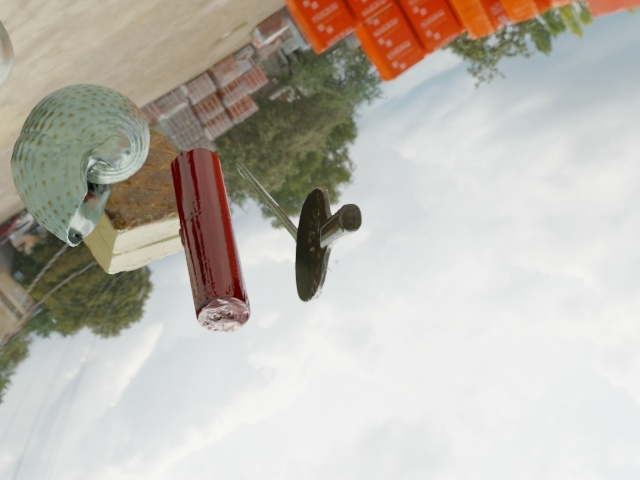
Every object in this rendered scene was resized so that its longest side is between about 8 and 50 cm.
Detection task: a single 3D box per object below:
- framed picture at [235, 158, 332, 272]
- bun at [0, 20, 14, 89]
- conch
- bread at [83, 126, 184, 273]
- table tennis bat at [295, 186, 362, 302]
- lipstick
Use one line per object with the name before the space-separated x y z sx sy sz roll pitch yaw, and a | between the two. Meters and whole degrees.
framed picture | -0.073 -0.040 1.258 0.018 0.231 0.293 -40 161 0
bun | -0.449 -0.253 0.696 0.120 0.173 0.172 -44 -165 13
conch | -0.465 -0.154 1.104 0.302 0.215 0.319 -63 -171 4
bread | -0.460 -0.100 1.451 0.279 0.279 0.207 -24 156 -43
table tennis bat | 0.000 0.000 0.631 0.022 0.130 0.234 5 170 -13
lipstick | -0.145 -0.010 0.753 0.073 0.073 0.279 -31 -132 13
